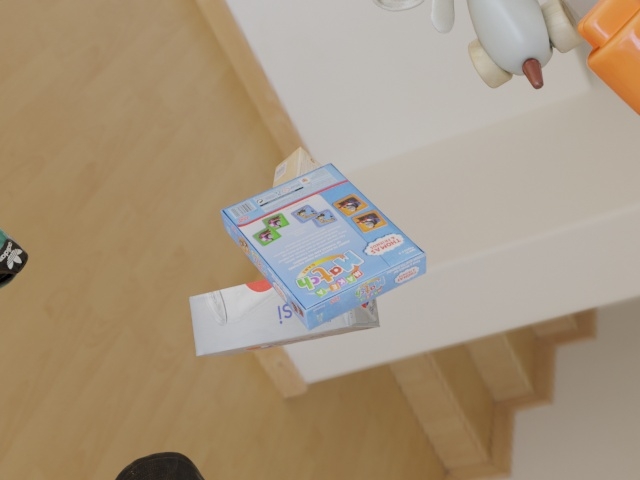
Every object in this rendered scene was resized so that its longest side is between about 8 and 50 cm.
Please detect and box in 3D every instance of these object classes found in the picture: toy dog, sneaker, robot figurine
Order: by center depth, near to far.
[{"bbox_3d":[0.433,-0.226,1.228,0.219,0.158,0.128,43,61,-1],"label":"robot figurine"},{"bbox_3d":[0.242,-0.333,1.363,0.333,0.220,0.161,26,35,-22],"label":"toy dog"},{"bbox_3d":[-0.541,0.040,1.489,0.121,0.302,0.108,35,66,-21],"label":"sneaker"}]

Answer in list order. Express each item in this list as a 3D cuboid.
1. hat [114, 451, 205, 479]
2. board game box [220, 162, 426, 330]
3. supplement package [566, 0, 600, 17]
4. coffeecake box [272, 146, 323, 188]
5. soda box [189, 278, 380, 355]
[{"bbox_3d":[-0.293,0.543,1.665,0.331,0.133,0.332,30,49,-42],"label":"hat"},{"bbox_3d":[0.000,0.000,1.135,0.211,0.160,0.039,47,-27,43],"label":"board game box"},{"bbox_3d":[0.449,-0.460,1.504,0.105,0.105,0.179,34,69,-35],"label":"supplement package"},{"bbox_3d":[0.005,-0.051,1.661,0.185,0.068,0.142,39,30,-23],"label":"coffeecake box"},{"bbox_3d":[-0.058,0.106,1.438,0.091,0.286,0.098,8,71,-57],"label":"soda box"}]
